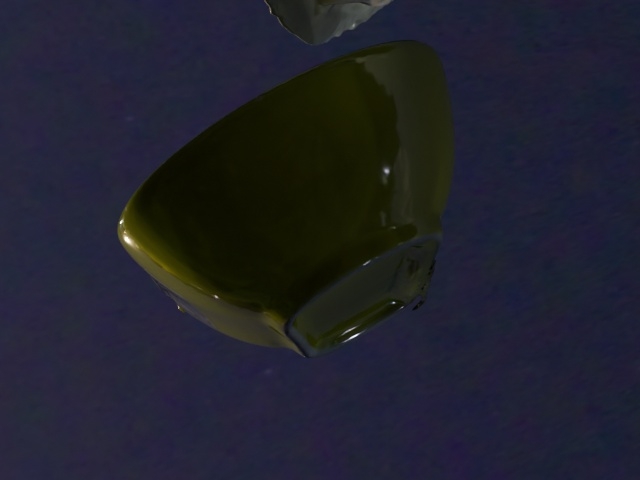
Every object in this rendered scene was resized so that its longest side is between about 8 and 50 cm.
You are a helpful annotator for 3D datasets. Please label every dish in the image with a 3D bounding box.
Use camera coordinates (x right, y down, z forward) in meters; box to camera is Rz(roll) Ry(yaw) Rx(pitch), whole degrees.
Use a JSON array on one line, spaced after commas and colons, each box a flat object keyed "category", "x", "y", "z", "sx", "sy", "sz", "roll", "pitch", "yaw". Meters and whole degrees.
[{"category": "dish", "x": 0.000, "y": 0.000, "z": 1.097, "sx": 0.221, "sy": 0.262, "sz": 0.108, "roll": -28, "pitch": -108, "yaw": -10}]

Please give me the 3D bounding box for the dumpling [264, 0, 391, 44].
[{"category": "dumpling", "x": 0.032, "y": -0.199, "z": 1.188, "sx": 0.155, "sy": 0.181, "sz": 0.111, "roll": -65, "pitch": -150, "yaw": 30}]
